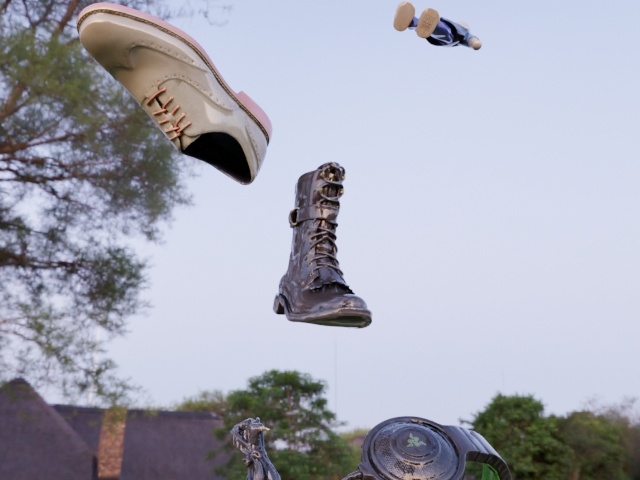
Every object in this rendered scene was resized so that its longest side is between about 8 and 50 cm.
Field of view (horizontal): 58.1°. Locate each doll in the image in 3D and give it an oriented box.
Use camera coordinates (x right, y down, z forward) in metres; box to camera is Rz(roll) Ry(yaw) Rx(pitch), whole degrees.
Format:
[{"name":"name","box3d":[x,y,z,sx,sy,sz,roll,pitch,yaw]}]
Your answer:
[{"name":"doll","box3d":[0.182,-0.313,0.862,0.129,0.046,0.189,28,24,24]}]

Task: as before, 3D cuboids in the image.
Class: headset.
[{"name":"headset","box3d":[0.074,0.331,0.770,0.394,0.243,0.185,20,15,-31]}]

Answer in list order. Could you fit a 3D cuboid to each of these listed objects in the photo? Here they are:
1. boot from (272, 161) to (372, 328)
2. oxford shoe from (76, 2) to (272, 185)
[{"name":"boot","box3d":[0.000,0.000,0.811,0.091,0.228,0.263,11,-4,-25]},{"name":"oxford shoe","box3d":[-0.240,-0.244,0.997,0.397,0.146,0.141,32,-47,-32]}]
